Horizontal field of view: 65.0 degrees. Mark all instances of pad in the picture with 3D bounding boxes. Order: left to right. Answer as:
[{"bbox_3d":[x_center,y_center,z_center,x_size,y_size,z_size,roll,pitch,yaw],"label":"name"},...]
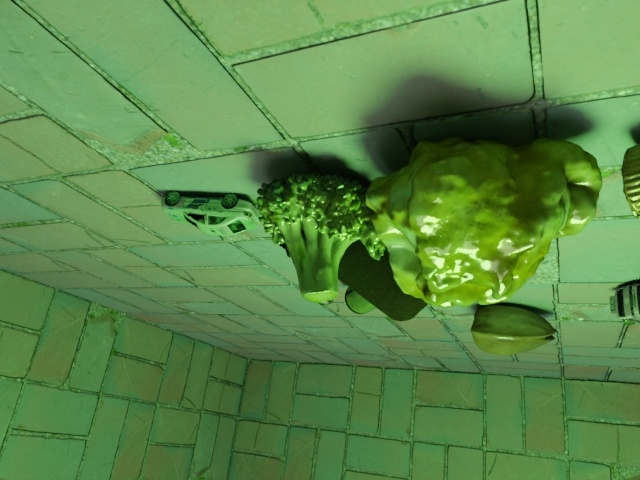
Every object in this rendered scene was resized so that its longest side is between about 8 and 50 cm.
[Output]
[{"bbox_3d":[0.124,0.046,1.008,0.266,0.176,0.002,36,152,36],"label":"pad"}]

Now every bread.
[{"bbox_3d":[0.536,-0.079,0.730,0.190,0.132,0.114,18,157,-34],"label":"bread"}]

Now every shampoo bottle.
[{"bbox_3d":[0.160,0.138,1.443,0.101,0.101,0.284,13,157,-13],"label":"shampoo bottle"}]

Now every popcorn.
[{"bbox_3d":[0.243,-0.036,0.823,0.294,0.292,0.334,53,165,7],"label":"popcorn"}]

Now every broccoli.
[{"bbox_3d":[0.000,0.000,0.961,0.263,0.243,0.247,11,154,-27],"label":"broccoli"}]

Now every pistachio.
[{"bbox_3d":[0.606,0.284,1.582,0.260,0.163,0.213,0,-170,14],"label":"pistachio"}]

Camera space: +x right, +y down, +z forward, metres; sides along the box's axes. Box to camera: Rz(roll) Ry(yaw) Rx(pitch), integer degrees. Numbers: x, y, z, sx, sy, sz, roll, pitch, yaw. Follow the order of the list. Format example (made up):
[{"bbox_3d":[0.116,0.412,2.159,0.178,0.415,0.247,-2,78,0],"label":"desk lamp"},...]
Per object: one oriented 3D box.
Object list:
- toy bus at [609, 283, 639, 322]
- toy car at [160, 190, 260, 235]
[{"bbox_3d":[0.861,0.171,1.300,0.198,0.096,0.108,11,163,-16],"label":"toy bus"},{"bbox_3d":[-0.252,-0.056,1.133,0.224,0.076,0.090,3,159,11],"label":"toy car"}]
